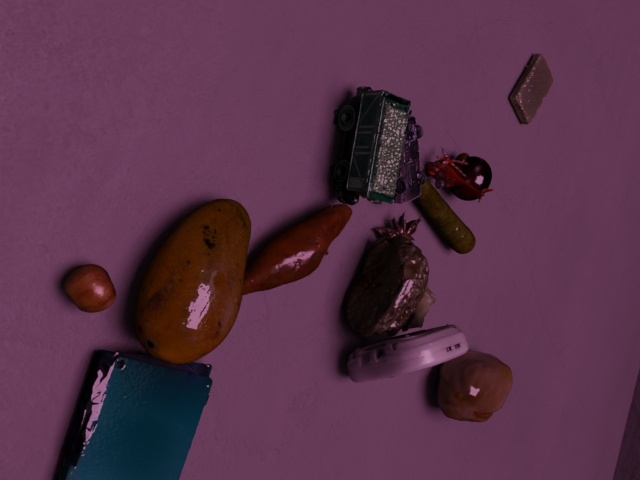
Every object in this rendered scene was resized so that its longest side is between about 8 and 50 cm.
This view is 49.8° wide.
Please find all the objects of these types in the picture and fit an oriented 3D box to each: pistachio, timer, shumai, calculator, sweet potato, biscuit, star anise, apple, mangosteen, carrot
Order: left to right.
[{"bbox_3d":[-0.383,0.081,1.149,0.071,0.084,0.084,-28,118,-9],"label":"apple"},{"bbox_3d":[-0.332,0.339,1.251,0.248,0.058,0.274,22,81,-43],"label":"calculator"},{"bbox_3d":[-0.049,0.025,1.437,0.359,0.112,0.112,-36,120,-22],"label":"sweet potato"},{"bbox_3d":[0.184,-0.017,1.706,0.129,0.056,0.124,8,109,-34],"label":"star anise"},{"bbox_3d":[0.190,0.134,1.642,0.218,0.189,0.255,36,78,-40],"label":"shumai"},{"bbox_3d":[0.203,0.265,1.631,0.237,0.262,0.087,-6,78,-44],"label":"timer"},{"bbox_3d":[0.301,-0.082,1.799,0.358,0.074,0.074,44,66,-36],"label":"carrot"},{"bbox_3d":[0.389,-0.176,1.846,0.140,0.140,0.140,-8,102,-44],"label":"mangosteen"},{"bbox_3d":[0.426,0.410,1.947,0.166,0.197,0.288,-49,158,29],"label":"pistachio"},{"bbox_3d":[0.645,-0.462,2.101,0.121,0.041,0.199,49,64,-35],"label":"biscuit"}]

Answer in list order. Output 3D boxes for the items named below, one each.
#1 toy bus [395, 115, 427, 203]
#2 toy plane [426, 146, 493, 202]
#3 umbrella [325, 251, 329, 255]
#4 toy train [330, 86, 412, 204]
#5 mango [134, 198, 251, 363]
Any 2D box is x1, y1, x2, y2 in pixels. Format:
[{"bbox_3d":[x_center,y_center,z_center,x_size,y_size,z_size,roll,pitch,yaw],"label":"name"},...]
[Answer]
[{"bbox_3d":[0.180,-0.194,1.639,0.096,0.108,0.198,-25,115,-44],"label":"toy bus"},{"bbox_3d":[0.351,-0.158,1.753,0.126,0.194,0.077,-36,147,-51],"label":"toy plane"},{"bbox_3d":[0.000,0.002,1.549,0.020,0.031,0.083,-75,148,-54],"label":"umbrella"},{"bbox_3d":[0.107,-0.209,1.532,0.115,0.154,0.269,11,88,-47],"label":"toy train"},{"bbox_3d":[-0.216,0.065,1.255,0.176,0.176,0.329,103,10,-76],"label":"mango"}]
